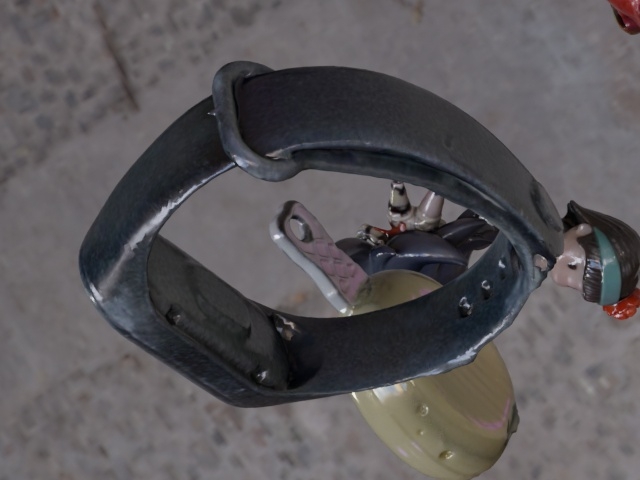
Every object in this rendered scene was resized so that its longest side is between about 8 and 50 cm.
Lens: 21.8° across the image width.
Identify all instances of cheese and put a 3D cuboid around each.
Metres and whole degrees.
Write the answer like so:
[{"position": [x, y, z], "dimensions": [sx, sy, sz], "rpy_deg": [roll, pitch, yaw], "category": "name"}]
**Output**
[{"position": [0.046, 0.062, 1.129], "dimensions": [0.064, 0.137, 0.227], "rpy_deg": [-31, 110, 30], "category": "cheese"}]

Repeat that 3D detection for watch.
[{"position": [0.000, 0.000, 0.772], "dimensions": [0.206, 0.193, 0.068], "rpy_deg": [43, -154, -45], "category": "watch"}]

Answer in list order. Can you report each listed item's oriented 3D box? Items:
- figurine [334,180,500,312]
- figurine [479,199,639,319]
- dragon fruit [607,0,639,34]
[{"position": [0.100, 0.047, 1.830], "dimensions": [0.175, 0.197, 0.265], "rpy_deg": [14, 156, 16], "category": "figurine"}, {"position": [0.315, 0.001, 2.168], "dimensions": [0.245, 0.110, 0.138], "rpy_deg": [33, 167, 29], "category": "figurine"}, {"position": [0.414, -0.342, 1.907], "dimensions": [0.307, 0.227, 0.243], "rpy_deg": [16, 116, 33], "category": "dragon fruit"}]
